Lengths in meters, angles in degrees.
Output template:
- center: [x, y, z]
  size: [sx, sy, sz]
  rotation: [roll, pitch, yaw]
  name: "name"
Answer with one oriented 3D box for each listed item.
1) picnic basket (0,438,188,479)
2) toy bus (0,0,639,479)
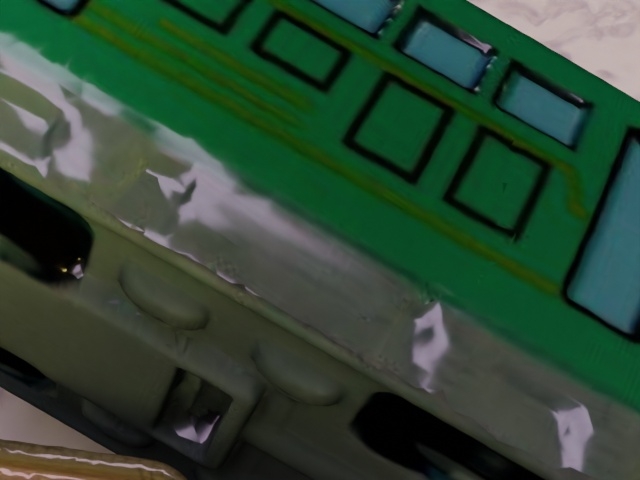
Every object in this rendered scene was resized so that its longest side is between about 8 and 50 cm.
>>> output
- center: [-0.159, 0.164, 0.531]
  size: [0.266, 0.139, 0.165]
  rotation: [5, 54, 11]
  name: "picnic basket"
- center: [0.000, 0.000, 0.558]
  size: [0.343, 0.183, 0.199]
  rotation: [31, 57, 1]
  name: "toy bus"
